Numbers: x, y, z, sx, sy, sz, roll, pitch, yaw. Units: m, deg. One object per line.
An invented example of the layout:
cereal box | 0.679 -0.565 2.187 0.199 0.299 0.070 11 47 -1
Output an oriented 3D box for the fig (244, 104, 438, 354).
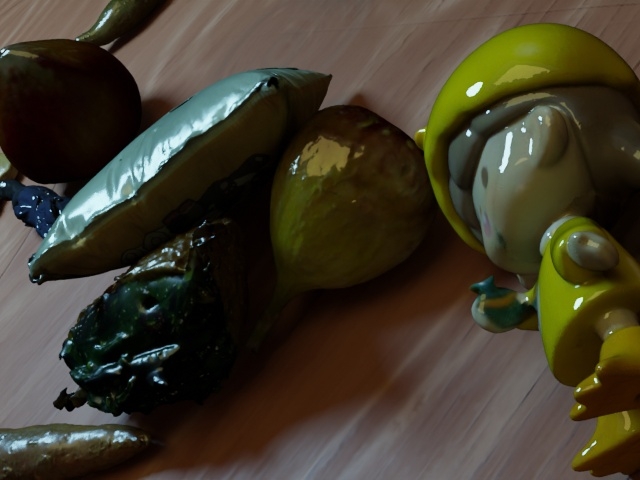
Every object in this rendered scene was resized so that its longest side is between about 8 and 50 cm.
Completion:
fig | 0.000 0.000 0.929 0.257 0.159 0.159 -58 41 6

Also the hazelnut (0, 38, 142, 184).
hazelnut | -0.346 -0.182 1.278 0.208 0.208 0.208 -20 44 20

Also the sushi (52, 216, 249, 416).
sushi | -0.139 0.087 0.921 0.287 0.149 0.140 -33 4 38

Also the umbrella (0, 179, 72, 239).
umbrella | -0.361 -0.046 1.270 0.071 0.071 0.248 -48 40 -11

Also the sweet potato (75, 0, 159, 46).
sweet potato | -0.273 -0.391 1.526 0.274 0.067 0.067 -47 41 -13

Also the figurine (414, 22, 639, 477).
figurine | 0.183 -0.007 0.744 0.187 0.215 0.344 -2 52 -7

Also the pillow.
pillow | -0.128 -0.077 1.017 0.310 0.119 0.312 -39 4 12

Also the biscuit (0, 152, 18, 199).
biscuit | -0.547 -0.075 1.430 0.225 0.036 0.166 3 60 29

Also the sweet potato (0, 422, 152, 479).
sweet potato | -0.295 0.219 0.981 0.314 0.066 0.072 -8 56 27
